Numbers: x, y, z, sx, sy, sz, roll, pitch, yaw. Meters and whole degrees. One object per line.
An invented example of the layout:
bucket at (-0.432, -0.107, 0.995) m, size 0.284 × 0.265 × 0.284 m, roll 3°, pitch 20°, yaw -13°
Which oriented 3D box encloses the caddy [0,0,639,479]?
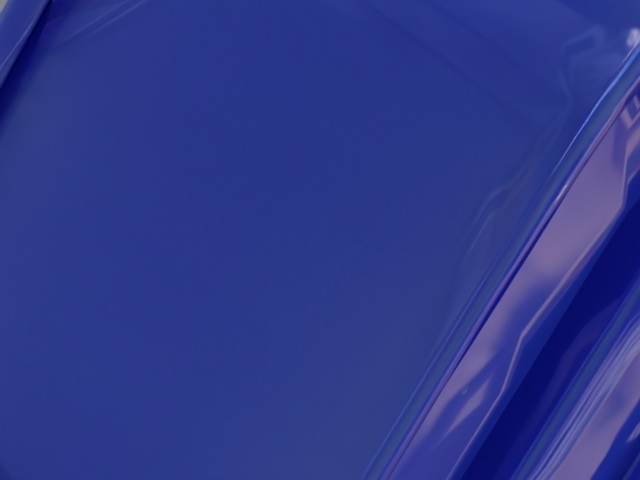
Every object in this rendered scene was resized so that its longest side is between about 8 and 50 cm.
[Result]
caddy at (0.000, 0.000, 0.505) m, size 0.179 × 0.341 × 0.241 m, roll 35°, pitch 9°, yaw 26°
